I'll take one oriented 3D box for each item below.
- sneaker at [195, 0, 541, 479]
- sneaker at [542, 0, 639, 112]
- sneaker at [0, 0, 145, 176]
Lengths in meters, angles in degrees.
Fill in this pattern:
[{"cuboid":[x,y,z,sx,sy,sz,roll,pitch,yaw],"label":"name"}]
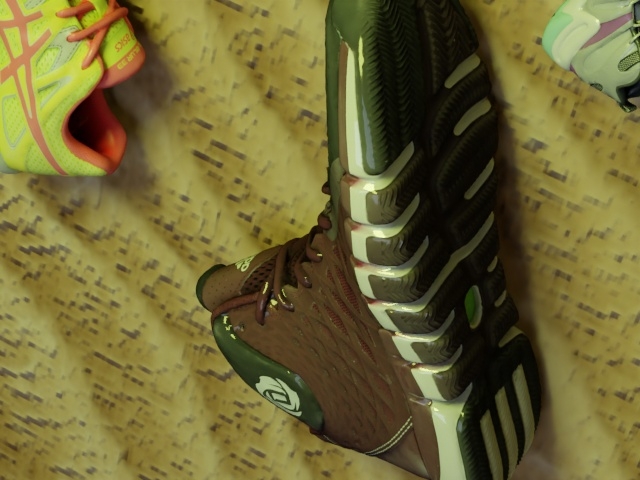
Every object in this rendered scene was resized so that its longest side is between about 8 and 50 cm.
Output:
[{"cuboid":[0.000,0.000,0.930,0.162,0.106,0.281,8,125,32],"label":"sneaker"},{"cuboid":[0.135,-0.094,0.811,0.069,0.038,0.098,45,146,23],"label":"sneaker"},{"cuboid":[-0.127,-0.115,0.959,0.094,0.081,0.208,17,135,14],"label":"sneaker"}]
